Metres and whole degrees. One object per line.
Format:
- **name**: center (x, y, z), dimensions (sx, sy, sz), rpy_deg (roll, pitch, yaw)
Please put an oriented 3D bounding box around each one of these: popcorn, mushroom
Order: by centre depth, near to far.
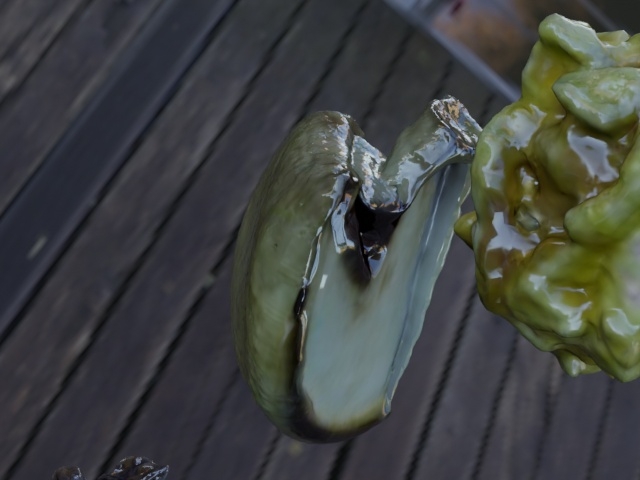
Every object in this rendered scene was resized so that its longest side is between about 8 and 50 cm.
- **popcorn**: center (0.197, -0.015, 1.242), dimensions (0.259, 0.212, 0.259), rpy_deg (35, 13, -10)
- **mushroom**: center (-0.008, 0.005, 1.595), dimensions (0.212, 0.292, 0.217), rpy_deg (44, 30, 26)

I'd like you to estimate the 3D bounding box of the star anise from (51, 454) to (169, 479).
- **star anise**: center (-0.205, 0.285, 1.819), dimensions (0.262, 0.230, 0.081), rpy_deg (29, 17, -37)
